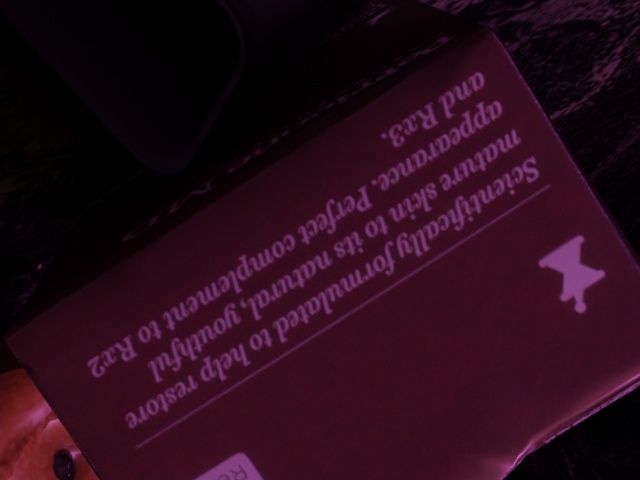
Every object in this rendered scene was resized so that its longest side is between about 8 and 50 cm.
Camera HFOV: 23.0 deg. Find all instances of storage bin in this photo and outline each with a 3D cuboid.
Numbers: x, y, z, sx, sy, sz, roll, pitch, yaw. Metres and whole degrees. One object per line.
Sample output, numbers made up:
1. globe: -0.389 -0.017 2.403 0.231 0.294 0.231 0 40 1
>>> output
1. storage bin: -0.054 -0.110 0.587 0.091 0.135 0.098 -34 166 -44

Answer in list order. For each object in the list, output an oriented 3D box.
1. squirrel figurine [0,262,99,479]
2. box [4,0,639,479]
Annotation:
1. squirrel figurine: -0.174 0.194 0.943 0.397 0.281 0.370 -41 156 8
2. box: 0.000 0.000 0.685 0.191 0.143 0.381 -33 -168 3
